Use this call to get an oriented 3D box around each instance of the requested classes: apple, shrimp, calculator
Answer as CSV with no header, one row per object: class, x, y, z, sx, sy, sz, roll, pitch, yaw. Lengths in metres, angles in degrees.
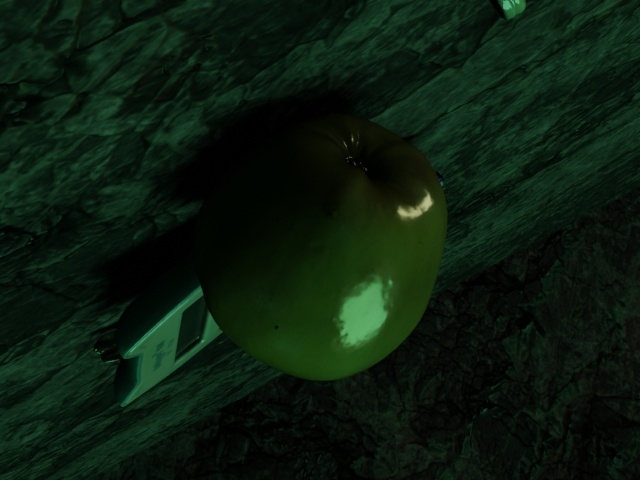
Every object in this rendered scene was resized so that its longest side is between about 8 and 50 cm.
apple,0.000,0.000,1.150,0.262,0.262,0.262,-28,168,-7
shrimp,-0.196,0.097,1.533,0.219,0.046,0.152,-26,169,-36
calculator,-0.096,0.040,1.390,0.386,0.054,0.256,-35,165,-23

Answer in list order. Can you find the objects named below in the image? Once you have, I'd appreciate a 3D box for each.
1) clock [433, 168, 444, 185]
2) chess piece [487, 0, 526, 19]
clock,0.056,-0.010,1.447,0.230,0.083,0.230,-51,175,-6
chess piece,0.207,-0.258,1.013,0.149,0.059,0.059,-36,168,3
